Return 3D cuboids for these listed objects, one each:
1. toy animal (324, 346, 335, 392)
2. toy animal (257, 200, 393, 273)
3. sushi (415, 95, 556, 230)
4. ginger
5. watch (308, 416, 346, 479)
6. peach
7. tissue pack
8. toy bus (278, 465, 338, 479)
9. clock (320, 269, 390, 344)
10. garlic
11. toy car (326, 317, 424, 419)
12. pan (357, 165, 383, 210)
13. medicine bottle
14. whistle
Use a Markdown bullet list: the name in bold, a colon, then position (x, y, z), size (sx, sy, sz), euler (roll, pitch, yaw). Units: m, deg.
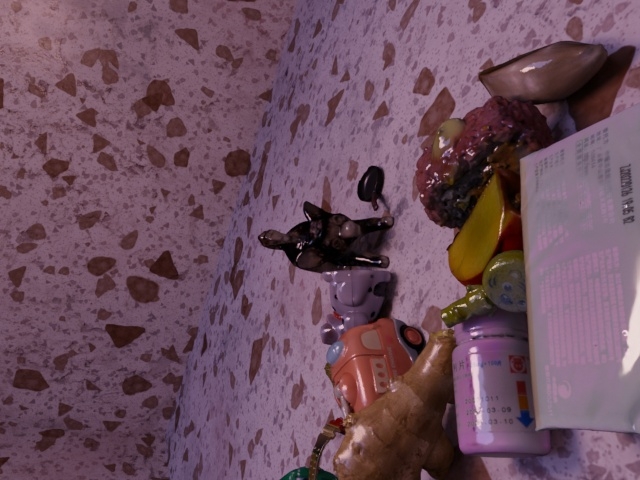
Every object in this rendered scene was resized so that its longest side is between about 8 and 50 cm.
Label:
- **toy animal**: position (0.062, 0.396, 1.524), size (0.181, 0.073, 0.136), euler (60, 142, 40)
- **toy animal**: position (0.000, 0.000, 1.557), size (0.344, 0.303, 0.194), euler (158, 118, -63)
- **sushi**: position (0.312, -0.148, 1.033), size (0.270, 0.236, 0.171), euler (-48, 25, 46)
- **ginger**: position (0.198, 0.362, 1.053), size (0.375, 0.236, 0.166), euler (-44, -4, 6)
- **watch**: position (0.051, 0.573, 1.319), size (0.102, 0.165, 0.268), euler (-19, 59, 64)
- **peach**: position (0.333, 0.021, 0.972), size (0.267, 0.159, 0.154), euler (110, 170, -45)
- **tissue pack**: position (0.436, 0.042, 0.685), size (0.332, 0.205, 0.405), euler (-28, 53, 59)
- **toy bus**: position (-0.067, 0.758, 1.479), size (0.343, 0.183, 0.199), euler (-54, 28, 40)
- **clock**: position (0.092, 0.203, 1.444), size (0.189, 0.189, 0.254), euler (178, 96, -65)
- **garlic**: position (0.402, -0.317, 1.038), size (0.112, 0.143, 0.318), euler (65, 173, -22)
- **toy car**: position (0.121, 0.308, 1.241), size (0.180, 0.212, 0.270), euler (-56, 31, 40)
- **pan**: position (0.157, -0.144, 1.594), size (0.212, 0.040, 0.115), euler (-101, 33, -56)
- **medicine bottle**: position (0.306, 0.240, 0.943), size (0.152, 0.152, 0.254), euler (-41, 42, 53)
- **whistle**: position (0.285, 0.088, 0.896), size (0.198, 0.104, 0.057), euler (-38, 7, 37)
